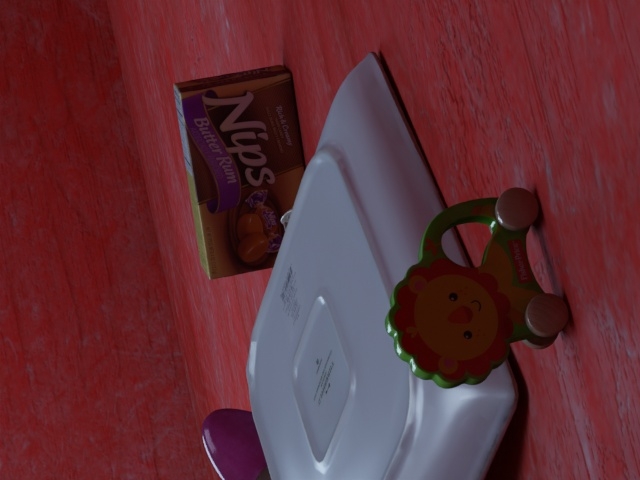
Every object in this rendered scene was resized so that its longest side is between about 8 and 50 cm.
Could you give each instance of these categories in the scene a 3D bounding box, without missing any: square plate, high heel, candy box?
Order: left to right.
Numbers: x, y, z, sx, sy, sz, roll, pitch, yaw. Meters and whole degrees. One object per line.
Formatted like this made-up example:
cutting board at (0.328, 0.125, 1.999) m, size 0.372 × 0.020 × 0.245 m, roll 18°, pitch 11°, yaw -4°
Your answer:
candy box at (-0.071, -0.066, 1.791) m, size 0.053 × 0.109 × 0.186 m, roll -128°, pitch 29°, yaw -70°
high heel at (-0.001, 0.229, 1.512) m, size 0.244 × 0.082 × 0.117 m, roll 48°, pitch 180°, yaw -5°
square plate at (0.020, 0.100, 1.345) m, size 0.344 × 0.049 × 0.347 m, roll -110°, pitch 29°, yaw -43°

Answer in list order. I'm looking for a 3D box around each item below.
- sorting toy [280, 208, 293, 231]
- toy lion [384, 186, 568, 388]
sorting toy at (0.000, 0.000, 1.658) m, size 0.075 × 0.045 × 0.083 m, roll 112°, pitch 147°, yaw -60°
toy lion at (0.080, 0.028, 1.022) m, size 0.034 × 0.096 × 0.100 m, roll 107°, pitch 151°, yaw -71°
